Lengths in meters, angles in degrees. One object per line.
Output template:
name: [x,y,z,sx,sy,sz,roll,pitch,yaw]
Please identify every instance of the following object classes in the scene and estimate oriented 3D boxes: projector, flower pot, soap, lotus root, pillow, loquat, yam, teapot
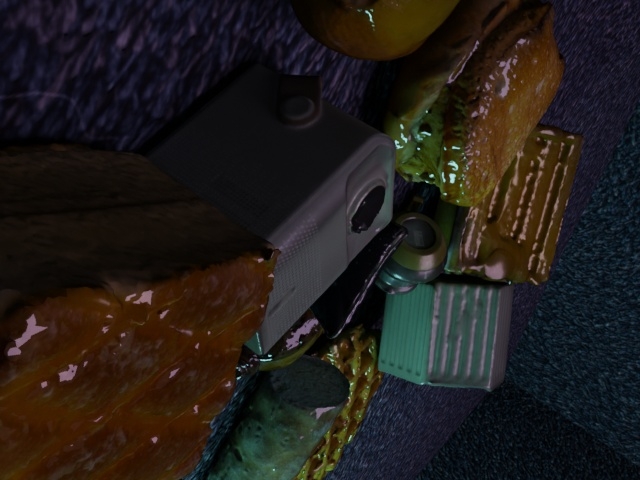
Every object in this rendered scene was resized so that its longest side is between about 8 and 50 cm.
projector: [-0.050,-0.041,0.777,0.242,0.177,0.163,-46,156,-27]
flower pot: [0.229,0.157,1.485,0.209,0.239,0.190,-147,-116,-83]
soap: [0.312,-0.074,1.407,0.259,0.143,0.281,8,101,-40]
lotus root: [-0.051,0.096,1.046,0.209,0.120,0.120,-43,154,-26]
pillow: [0.000,0.000,0.918,0.055,0.208,0.141,24,102,-41]
loquat: [0.059,-0.259,0.719,0.187,0.176,0.234,-23,-155,38]
yam: [-0.091,0.327,1.266,0.330,0.133,0.133,-56,159,13]
teapot: [0.140,0.006,1.331,0.119,0.130,0.166,118,-11,-53]

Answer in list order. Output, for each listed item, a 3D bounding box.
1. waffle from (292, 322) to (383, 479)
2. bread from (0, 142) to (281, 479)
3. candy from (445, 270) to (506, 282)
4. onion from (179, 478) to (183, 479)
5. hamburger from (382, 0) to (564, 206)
waffle: [-0.004,0.319,1.489,0.382,0.095,0.379,-60,156,2]
bread: [-0.209,0.090,0.585,0.279,0.207,0.279,-18,135,-59]
candy: [0.334,-0.003,1.683,0.179,0.135,0.321,-56,158,-5]
onion: [-0.242,0.428,0.922,0.337,0.260,0.282,-50,152,-16]
hamburger: [0.209,-0.206,1.100,0.314,0.170,0.290,-57,161,-3]
